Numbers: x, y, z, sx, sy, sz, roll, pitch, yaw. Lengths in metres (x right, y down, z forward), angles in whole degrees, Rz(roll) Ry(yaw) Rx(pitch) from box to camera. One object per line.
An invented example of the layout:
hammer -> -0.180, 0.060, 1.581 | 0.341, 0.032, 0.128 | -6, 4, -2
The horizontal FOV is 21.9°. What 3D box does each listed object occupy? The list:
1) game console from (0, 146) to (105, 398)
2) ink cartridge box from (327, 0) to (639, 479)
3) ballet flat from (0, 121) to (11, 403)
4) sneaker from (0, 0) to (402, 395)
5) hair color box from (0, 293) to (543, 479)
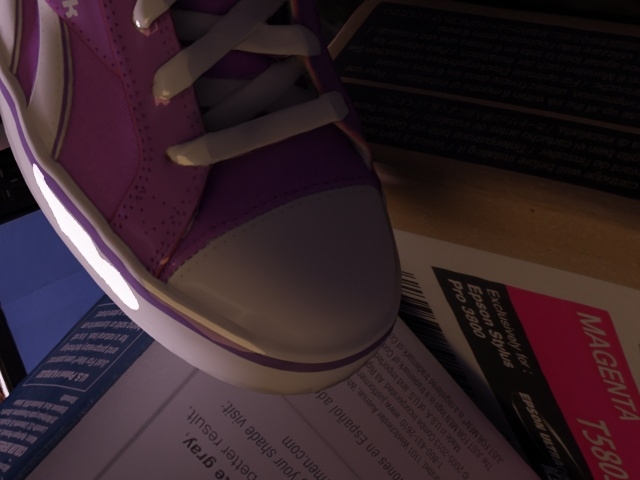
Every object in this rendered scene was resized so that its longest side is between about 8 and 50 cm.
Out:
game console -> -0.089, 0.016, 0.752 | 0.085, 0.124, 0.144 | -5, 107, 58
ink cartridge box -> 0.110, 0.029, 0.614 | 0.193, 0.088, 0.235 | 15, 147, 40
ballet flat -> -0.112, 0.040, 0.876 | 0.482, 0.164, 0.182 | 30, 132, 2
sneaker -> -0.044, -0.097, 0.485 | 0.282, 0.102, 0.161 | 61, 149, 10
hair color box -> -0.088, 0.163, 0.589 | 0.174, 0.347, 0.105 | 49, 158, -17
